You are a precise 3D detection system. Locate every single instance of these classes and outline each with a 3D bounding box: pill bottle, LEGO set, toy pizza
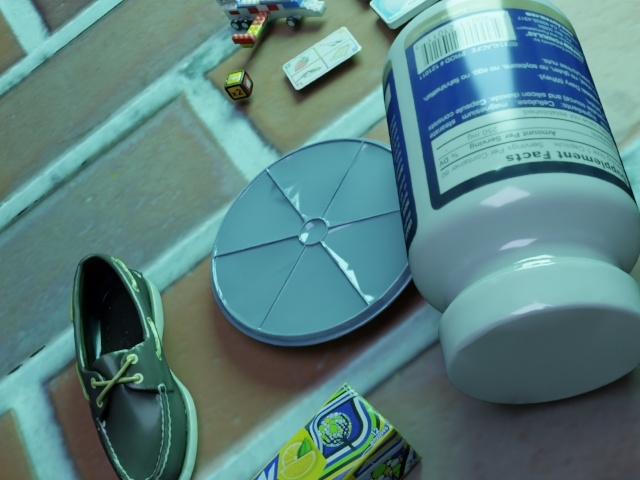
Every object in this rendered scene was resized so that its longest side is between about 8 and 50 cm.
[{"bbox_3d":[0.129,-0.034,0.576,0.153,0.153,0.264,-16,53,17],"label":"pill bottle"},{"bbox_3d":[-0.010,-0.246,0.857,0.244,0.060,0.182,-32,46,4],"label":"LEGO set"},{"bbox_3d":[0.000,0.000,0.699,0.201,0.032,0.201,-14,53,20],"label":"toy pizza"}]

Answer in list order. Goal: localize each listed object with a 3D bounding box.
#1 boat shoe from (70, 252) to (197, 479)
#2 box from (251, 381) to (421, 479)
[{"bbox_3d":[-0.162,0.107,0.684,0.081,0.068,0.227,-30,50,6],"label":"boat shoe"},{"bbox_3d":[-0.015,0.182,0.564,0.169,0.059,0.054,-46,48,-8],"label":"box"}]
